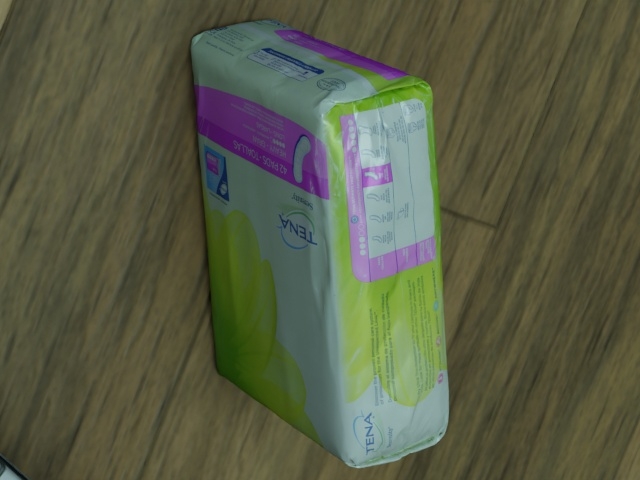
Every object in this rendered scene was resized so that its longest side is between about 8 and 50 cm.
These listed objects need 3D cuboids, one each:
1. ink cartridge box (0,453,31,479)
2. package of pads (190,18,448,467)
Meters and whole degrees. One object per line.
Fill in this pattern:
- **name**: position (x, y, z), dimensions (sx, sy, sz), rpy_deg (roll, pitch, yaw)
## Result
- **ink cartridge box**: position (-0.335, 0.250, 1.392), dimensions (0.285, 0.166, 0.395), rpy_deg (-49, 123, -10)
- **package of pads**: position (0.000, 0.000, 1.477), dimensions (0.101, 0.229, 0.296), rpy_deg (-16, 114, -27)
